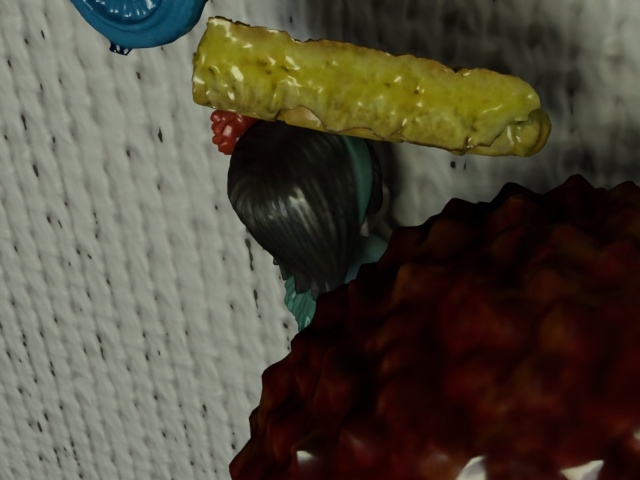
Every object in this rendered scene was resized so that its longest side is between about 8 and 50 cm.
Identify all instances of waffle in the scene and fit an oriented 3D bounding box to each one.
[{"bbox_3d":[0.030,-0.097,0.891,0.229,0.219,0.057,10,97,-7],"label":"waffle"}]

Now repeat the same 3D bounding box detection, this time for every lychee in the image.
[{"bbox_3d":[0.140,0.198,0.883,0.424,0.424,0.500,26,115,15],"label":"lychee"}]

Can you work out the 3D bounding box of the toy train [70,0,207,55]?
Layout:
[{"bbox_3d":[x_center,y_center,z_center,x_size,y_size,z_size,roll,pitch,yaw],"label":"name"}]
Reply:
[{"bbox_3d":[-0.147,-0.283,0.858,0.300,0.188,0.265,21,129,20],"label":"toy train"}]

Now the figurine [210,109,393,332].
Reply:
[{"bbox_3d":[0.000,0.000,1.062,0.138,0.110,0.245,13,141,33],"label":"figurine"}]
